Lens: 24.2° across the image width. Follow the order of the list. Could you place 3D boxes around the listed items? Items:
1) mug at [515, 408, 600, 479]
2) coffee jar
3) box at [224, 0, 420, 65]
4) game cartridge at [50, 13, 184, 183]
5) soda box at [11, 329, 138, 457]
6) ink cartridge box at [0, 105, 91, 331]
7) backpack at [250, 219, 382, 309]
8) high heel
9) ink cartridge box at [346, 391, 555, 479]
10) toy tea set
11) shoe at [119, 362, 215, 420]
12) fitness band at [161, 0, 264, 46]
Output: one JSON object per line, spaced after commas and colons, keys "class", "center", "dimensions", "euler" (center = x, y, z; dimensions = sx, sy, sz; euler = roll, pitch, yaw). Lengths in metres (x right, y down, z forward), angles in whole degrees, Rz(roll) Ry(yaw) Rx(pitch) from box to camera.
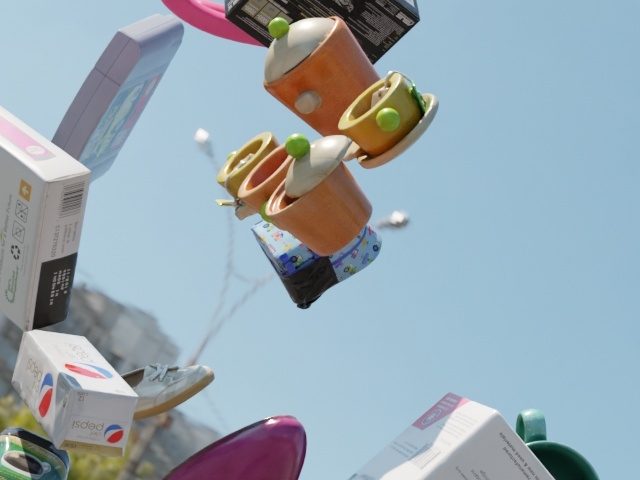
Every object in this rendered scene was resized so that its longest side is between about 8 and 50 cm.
{"class": "mug", "center": [0.252, 0.286, 1.689], "dimensions": [0.129, 0.157, 0.097], "euler": [27, -17, 3]}
{"class": "coffee jar", "center": [-0.330, 0.273, 1.573], "dimensions": [0.096, 0.079, 0.184], "euler": [25, 23, -3]}
{"class": "box", "center": [0.001, -0.278, 1.746], "dimensions": [0.180, 0.077, 0.147], "euler": [32, -60, -27]}
{"class": "game cartridge", "center": [-0.309, -0.184, 2.141], "dimensions": [0.060, 0.196, 0.294], "euler": [37, -65, 8]}
{"class": "soda box", "center": [-0.262, 0.158, 1.569], "dimensions": [0.074, 0.069, 0.216], "euler": [11, 8, -26]}
{"class": "ink cartridge box", "center": [-0.386, -0.072, 1.562], "dimensions": [0.371, 0.069, 0.175], "euler": [33, -57, 31]}
{"class": "backpack", "center": [0.000, 0.000, 2.333], "dimensions": [0.117, 0.173, 0.158], "euler": [63, -4, -39]}
{"class": "high heel", "center": [-0.092, 0.314, 1.162], "dimensions": [0.127, 0.377, 0.181], "euler": [8, 35, -42]}
{"class": "ink cartridge box", "center": [0.083, 0.261, 1.398], "dimensions": [0.100, 0.237, 0.172], "euler": [51, -8, -6]}
{"class": "toy tea set", "center": [-0.017, -0.104, 1.287], "dimensions": [0.124, 0.200, 0.336], "euler": [47, -3, -18]}
{"class": "shoe", "center": [-0.249, 0.205, 2.005], "dimensions": [0.076, 0.219, 0.058], "euler": [-77, 147, -74]}
{"class": "fitness band", "center": [-0.068, -0.338, 1.800], "dimensions": [0.291, 0.054, 0.209], "euler": [11, -58, -4]}
